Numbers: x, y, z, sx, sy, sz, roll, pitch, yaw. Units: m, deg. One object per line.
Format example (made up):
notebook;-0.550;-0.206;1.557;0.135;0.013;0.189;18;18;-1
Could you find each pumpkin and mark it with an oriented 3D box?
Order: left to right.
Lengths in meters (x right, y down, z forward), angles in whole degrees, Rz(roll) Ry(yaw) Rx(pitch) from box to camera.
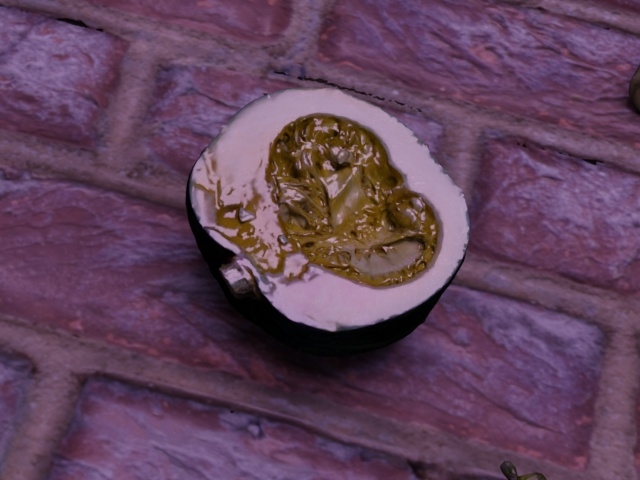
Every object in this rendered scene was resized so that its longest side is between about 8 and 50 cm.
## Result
pumpkin;0.000;0.000;1.755;0.263;0.197;0.293;-33;71;-16

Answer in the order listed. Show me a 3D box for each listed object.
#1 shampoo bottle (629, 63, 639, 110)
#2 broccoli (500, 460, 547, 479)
shampoo bottle;0.462;-0.233;2.089;0.079;0.079;0.162;26;52;10
broccoli;0.163;0.371;1.433;0.334;0.324;0.272;57;28;-17
